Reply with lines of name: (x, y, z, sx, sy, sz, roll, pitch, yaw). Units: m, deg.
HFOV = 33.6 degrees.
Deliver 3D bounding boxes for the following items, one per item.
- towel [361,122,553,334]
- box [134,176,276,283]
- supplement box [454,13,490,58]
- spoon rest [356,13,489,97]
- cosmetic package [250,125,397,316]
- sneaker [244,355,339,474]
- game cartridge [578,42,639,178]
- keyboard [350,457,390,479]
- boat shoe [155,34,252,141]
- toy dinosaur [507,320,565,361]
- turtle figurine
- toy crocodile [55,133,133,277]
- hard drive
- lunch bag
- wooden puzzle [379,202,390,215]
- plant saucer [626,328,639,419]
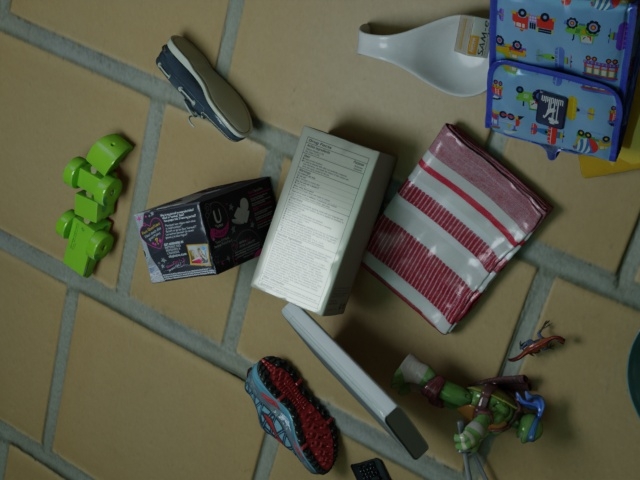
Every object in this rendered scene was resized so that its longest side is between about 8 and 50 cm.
towel: (0.225, -0.013, 1.887, 0.237, 0.037, 0.329, 41, 120, 11)
box: (-0.207, -0.024, 2.008, 0.163, 0.247, 0.142, -8, 99, 31)
supplement box: (0.245, -0.326, 1.690, 0.036, 0.098, 0.062, 8, 104, -7)
spoon rest: (0.178, -0.321, 1.798, 0.276, 0.084, 0.137, 13, 110, 27)
cosmetic package: (0.006, -0.034, 1.913, 0.160, 0.113, 0.310, 23, 96, 21)
sneaker: (-0.061, 0.360, 2.147, 0.262, 0.104, 0.125, 59, 140, 7)
game cartridge: (0.512, -0.277, 1.646, 0.285, 0.052, 0.324, -9, 102, 31)
keyboard: (0.113, 0.535, 2.119, 0.100, 0.038, 0.192, -25, 91, 33)
boat shoe: (-0.228, -0.279, 2.034, 0.254, 0.095, 0.079, 50, 120, 10)
toy dinosaur: (0.385, 0.186, 1.845, 0.047, 0.090, 0.082, 47, 155, -8)
turtle figurine: (0.241, 0.340, 1.895, 0.266, 0.198, 0.275, 30, 114, 23)
toy crocodile: (-0.478, -0.070, 2.245, 0.115, 0.105, 0.341, 29, 121, 19)
hard drive: (0.062, 0.252, 1.926, 0.040, 0.203, 0.307, -42, 52, -6)
lunch bag: (0.375, -0.264, 1.641, 0.221, 0.138, 0.293, 16, 125, 23)
wooden puzzle: (0.133, -0.045, 1.951, 0.083, 0.006, 0.049, 2, 106, 29)
plant saucer: (0.660, 0.227, 1.713, 0.317, 0.043, 0.318, 9, 108, 28)
